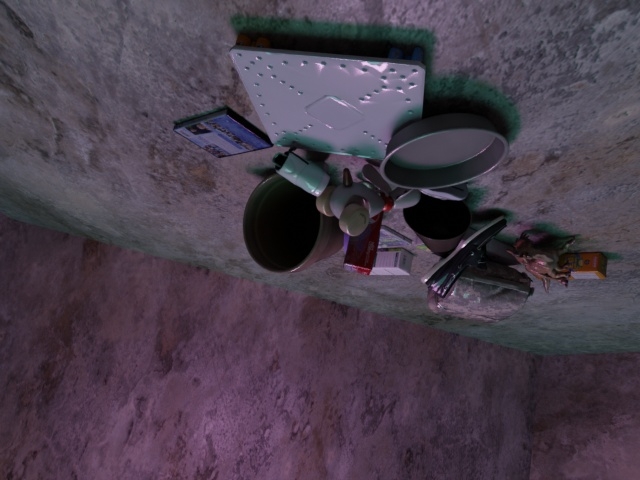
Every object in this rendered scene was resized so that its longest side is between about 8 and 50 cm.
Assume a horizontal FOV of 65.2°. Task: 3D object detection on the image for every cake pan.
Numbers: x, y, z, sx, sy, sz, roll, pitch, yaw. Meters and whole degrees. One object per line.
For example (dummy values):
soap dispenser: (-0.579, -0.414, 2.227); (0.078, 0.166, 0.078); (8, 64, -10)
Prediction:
cake pan: (0.281, -0.202, 1.162); (0.293, 0.054, 0.293); (-4, 161, -1)

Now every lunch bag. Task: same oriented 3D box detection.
lunch bag: (0.572, 0.170, 1.814); (0.305, 0.213, 0.256); (13, 164, -6)

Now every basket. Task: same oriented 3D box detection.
basket: (0.375, -0.046, 1.571); (0.204, 0.154, 0.227); (19, 171, 23)

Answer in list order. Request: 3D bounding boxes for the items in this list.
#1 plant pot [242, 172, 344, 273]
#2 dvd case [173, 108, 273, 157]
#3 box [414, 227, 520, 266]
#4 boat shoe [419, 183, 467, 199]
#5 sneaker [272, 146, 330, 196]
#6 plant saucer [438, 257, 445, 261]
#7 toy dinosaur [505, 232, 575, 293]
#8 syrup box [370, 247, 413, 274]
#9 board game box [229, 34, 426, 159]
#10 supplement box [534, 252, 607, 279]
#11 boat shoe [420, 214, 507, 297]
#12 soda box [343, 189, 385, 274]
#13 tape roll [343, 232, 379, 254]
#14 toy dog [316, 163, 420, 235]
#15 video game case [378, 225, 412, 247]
plant pot: (-0.051, -0.046, 1.685); (0.323, 0.323, 0.280); (2, 176, 34)
dvd case: (-0.280, -0.302, 1.443); (0.253, 0.022, 0.180); (-2, 159, 41)
box: (0.543, 0.031, 1.849); (0.322, 0.059, 0.232); (21, 162, -23)
boat shoe: (0.304, -0.153, 1.376); (0.226, 0.083, 0.075); (22, 160, -29)
sneaker: (-0.059, -0.209, 1.397); (0.151, 0.094, 0.256); (32, -171, -13)
plant saucer: (0.565, 0.114, 2.176); (0.067, 0.018, 0.192); (5, 161, 27)
toy dinosaur: (0.725, 0.069, 1.671); (0.200, 0.127, 0.296); (7, 154, 22)
syrup box: (0.278, 0.094, 2.194); (0.236, 0.093, 0.096); (-3, 158, 43)
board game box: (0.036, -0.307, 1.133); (0.389, 0.050, 0.390); (9, 164, 12)
supplement box: (0.872, 0.091, 1.763); (0.233, 0.078, 0.080); (-5, 153, 46)
boat shoe: (0.480, 0.062, 1.607); (0.340, 0.113, 0.127); (-43, 163, 20)
soda box: (0.142, -0.030, 1.588); (0.092, 0.263, 0.083); (13, 165, 2)
tape roll: (0.148, -0.021, 1.748); (0.080, 0.189, 0.189); (6, 162, 20)
toy dog: (0.141, -0.142, 1.375); (0.220, 0.333, 0.161); (23, 125, 25)
video game case: (0.239, -0.011, 2.003); (0.173, 0.022, 0.190); (25, 160, -36)
